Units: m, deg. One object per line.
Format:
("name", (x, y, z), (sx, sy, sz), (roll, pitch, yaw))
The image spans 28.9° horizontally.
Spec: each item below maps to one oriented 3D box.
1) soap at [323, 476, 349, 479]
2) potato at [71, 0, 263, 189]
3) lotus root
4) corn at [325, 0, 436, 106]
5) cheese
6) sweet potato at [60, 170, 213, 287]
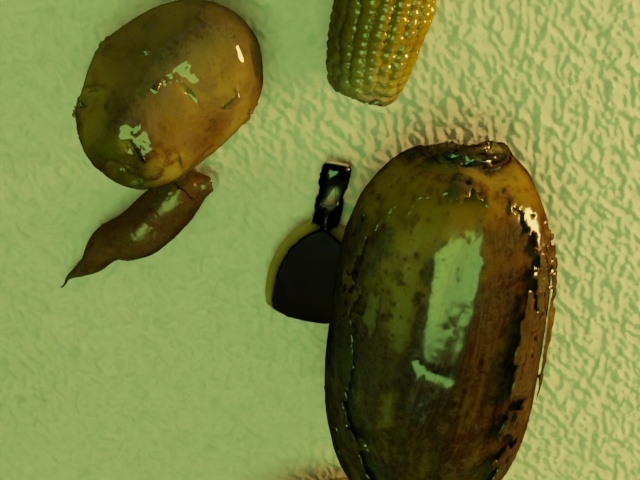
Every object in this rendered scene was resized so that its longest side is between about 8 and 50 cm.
("soap", (0.102, 0.420, 1.268), (0.427, 0.115, 0.306), (23, 80, -5))
("potato", (-0.130, -0.126, 1.058), (0.176, 0.137, 0.137), (-39, 110, -1))
("lotus root", (0.103, 0.094, 1.121), (0.196, 0.179, 0.397), (6, 114, 4))
("corn", (0.065, -0.256, 0.991), (0.097, 0.097, 0.319), (12, 120, -2))
("cheese", (0.000, 0.001, 1.159), (0.086, 0.036, 0.162), (12, 118, 1))
("sweet potato", (-0.176, -0.007, 1.162), (0.195, 0.056, 0.056), (-31, 111, 23))
